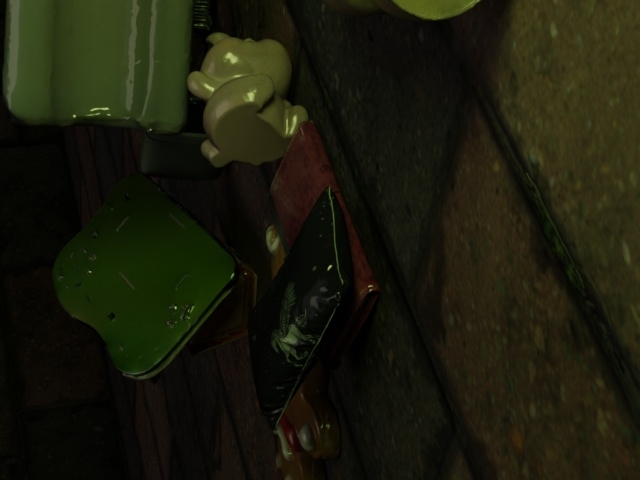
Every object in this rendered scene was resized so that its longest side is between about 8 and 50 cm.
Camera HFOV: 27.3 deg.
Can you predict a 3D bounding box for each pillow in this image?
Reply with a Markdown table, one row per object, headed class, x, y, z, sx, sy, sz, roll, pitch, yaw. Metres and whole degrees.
| class | x | y | z | sx | sy | sz | roll | pitch | yaw |
| --- | --- | --- | --- | --- | --- | --- | --- | --- | --- |
| pillow | -0.021 | 0.066 | 1.241 | 0.208 | 0.055 | 0.141 | 120 | 150 | -43 |

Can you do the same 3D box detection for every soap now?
| class | x | y | z | sx | sy | sz | roll | pitch | yaw |
| --- | --- | --- | --- | --- | --- | --- | --- | --- | --- |
| soap | -0.246 | -0.349 | 1.516 | 0.350 | 0.213 | 0.435 | -144 | 57 | -78 |

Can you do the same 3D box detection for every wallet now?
| class | x | y | z | sx | sy | sz | roll | pitch | yaw |
| --- | --- | --- | --- | --- | --- | --- | --- | --- | --- |
| wallet | 0.000 | 0.000 | 1.298 | 0.119 | 0.025 | 0.232 | -62 | 35 | 40 |

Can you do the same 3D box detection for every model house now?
| class | x | y | z | sx | sy | sz | roll | pitch | yaw |
| --- | --- | --- | --- | --- | --- | --- | --- | --- | --- |
| model house | -0.198 | 0.069 | 1.729 | 0.154 | 0.207 | 0.294 | 38 | -178 | -46 |

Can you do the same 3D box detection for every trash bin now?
| class | x | y | z | sx | sy | sz | roll | pitch | yaw |
| --- | --- | --- | --- | --- | --- | --- | --- | --- | --- |
| trash bin | -0.177 | -0.132 | 1.737 | 0.130 | 0.116 | 0.059 | 117 | 155 | -63 |

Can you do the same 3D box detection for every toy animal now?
| class | x | y | z | sx | sy | sz | roll | pitch | yaw |
| --- | --- | --- | --- | --- | --- | --- | --- | --- | --- |
| toy animal | -0.085 | -0.179 | 1.415 | 0.212 | 0.124 | 0.124 | -103 | 16 | -45 |

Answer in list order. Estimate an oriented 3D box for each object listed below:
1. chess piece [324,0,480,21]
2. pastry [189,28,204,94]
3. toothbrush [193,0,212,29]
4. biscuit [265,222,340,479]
| class | x | y | z | sx | sy | sz | roll | pitch | yaw |
| --- | --- | --- | --- | --- | --- | --- | --- | --- | --- |
| chess piece | 0.039 | -0.233 | 0.969 | 0.139 | 0.124 | 0.307 | 55 | 174 | -14 |
| pastry | -0.260 | -0.344 | 1.876 | 0.255 | 0.162 | 0.310 | -178 | 80 | -73 |
| toothbrush | -0.139 | -0.436 | 1.640 | 0.035 | 0.042 | 0.413 | -99 | 15 | -46 |
| biscuit | -0.030 | 0.156 | 1.457 | 0.216 | 0.047 | 0.339 | -121 | 29 | -58 |
